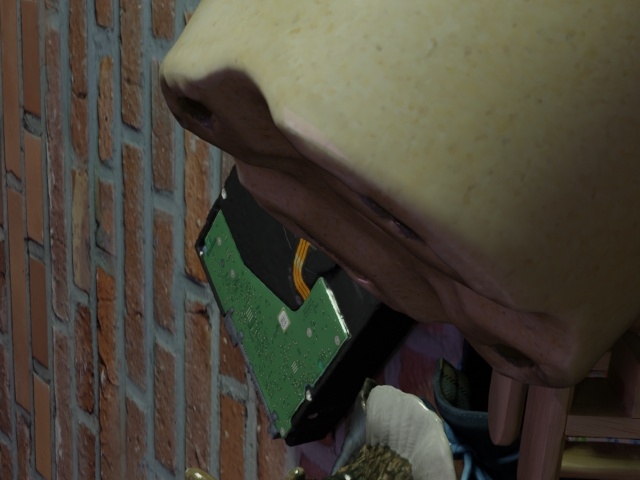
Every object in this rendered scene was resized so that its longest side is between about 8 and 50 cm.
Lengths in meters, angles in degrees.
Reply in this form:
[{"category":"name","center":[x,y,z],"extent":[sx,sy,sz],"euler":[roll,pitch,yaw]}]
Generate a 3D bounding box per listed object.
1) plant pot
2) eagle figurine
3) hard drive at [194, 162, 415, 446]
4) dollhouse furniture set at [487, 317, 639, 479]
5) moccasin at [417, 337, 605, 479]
[{"category":"plant pot","center":[0.106,-0.117,0.626],"extent":[0.305,0.334,0.334],"euler":[-53,33,-8]},{"category":"eagle figurine","center":[0.027,0.209,0.991],"extent":[0.225,0.298,0.226],"euler":[10,86,31]},{"category":"hard drive","center":[0.000,0.000,1.245],"extent":[0.237,0.064,0.339],"euler":[66,146,28]},{"category":"dollhouse furniture set","center":[0.197,0.100,0.785],"extent":[0.242,0.212,0.161],"euler":[-101,16,-70]},{"category":"moccasin","center":[0.123,0.098,0.993],"extent":[0.138,0.117,0.342],"euler":[30,124,54]}]
